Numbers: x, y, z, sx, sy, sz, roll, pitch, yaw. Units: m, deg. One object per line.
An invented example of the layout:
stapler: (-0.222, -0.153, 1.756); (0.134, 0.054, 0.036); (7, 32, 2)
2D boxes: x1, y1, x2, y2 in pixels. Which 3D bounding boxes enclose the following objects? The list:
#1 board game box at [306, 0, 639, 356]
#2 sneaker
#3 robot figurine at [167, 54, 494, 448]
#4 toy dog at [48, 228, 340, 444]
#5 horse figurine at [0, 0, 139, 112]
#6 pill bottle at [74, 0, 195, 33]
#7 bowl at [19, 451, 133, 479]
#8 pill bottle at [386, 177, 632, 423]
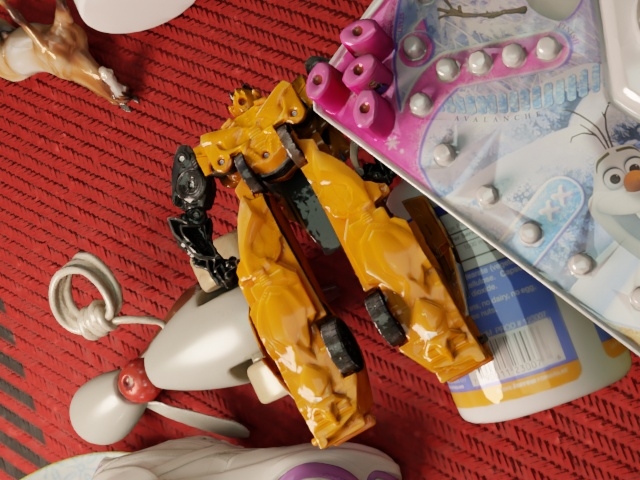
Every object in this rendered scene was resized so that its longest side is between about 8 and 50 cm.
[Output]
board game box: (0.237, -0.143, 0.465); (0.390, 0.050, 0.390); (40, 100, 19)
sneaker: (-0.074, 0.227, 0.727); (0.305, 0.152, 0.114); (-1, 107, -15)
robot figurine: (0.000, 0.000, 0.602); (0.211, 0.085, 0.291); (-31, 71, 12)
toy dog: (-0.106, 0.102, 0.771); (0.334, 0.161, 0.220); (-8, 89, 34)
horse figurine: (-0.342, -0.228, 0.849); (0.263, 0.174, 0.066); (7, 62, 24)
pill bottle: (-0.232, -0.376, 0.791); (0.161, 0.161, 0.283); (-26, 81, 18)
bowl: (-0.220, 0.378, 0.764); (0.290, 0.289, 0.156); (29, 142, 18)
pill bottle: (0.146, 0.005, 0.657); (0.152, 0.152, 0.272); (-22, 81, 18)
